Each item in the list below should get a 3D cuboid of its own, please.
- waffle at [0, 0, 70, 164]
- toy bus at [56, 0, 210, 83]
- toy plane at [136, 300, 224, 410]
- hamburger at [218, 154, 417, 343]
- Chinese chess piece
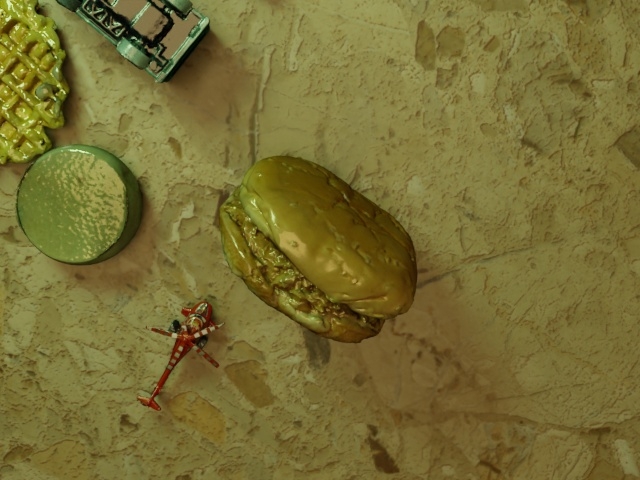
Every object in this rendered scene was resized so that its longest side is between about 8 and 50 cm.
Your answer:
[{"bbox_3d":[-0.516,-0.255,1.068,0.262,0.060,0.281,0,97,2],"label":"waffle"},{"bbox_3d":[-0.293,-0.354,1.013,0.256,0.147,0.128,39,94,-11],"label":"toy bus"},{"bbox_3d":[-0.222,0.186,1.132,0.126,0.077,0.194,11,106,1],"label":"toy plane"},{"bbox_3d":[0.000,0.000,1.000,0.318,0.319,0.158,37,111,-6],"label":"hamburger"},{"bbox_3d":[-0.374,-0.055,1.090,0.188,0.083,0.189,0,97,2],"label":"Chinese chess piece"}]
